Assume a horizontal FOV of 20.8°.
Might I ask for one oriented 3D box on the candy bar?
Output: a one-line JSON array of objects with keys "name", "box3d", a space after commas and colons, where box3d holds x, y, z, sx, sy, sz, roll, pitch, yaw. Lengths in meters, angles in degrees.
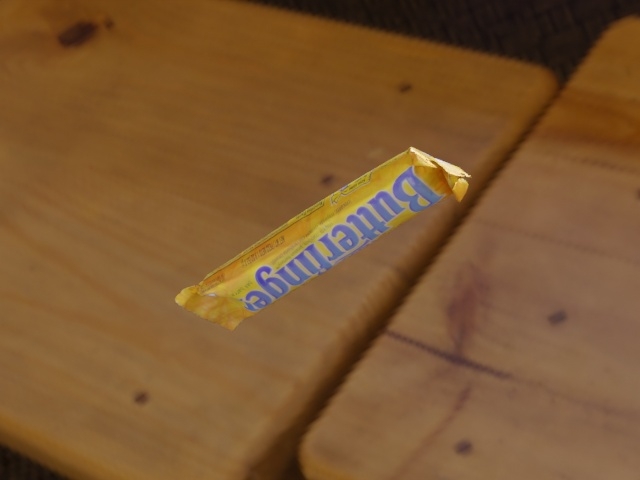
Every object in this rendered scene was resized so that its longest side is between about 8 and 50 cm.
[{"name": "candy bar", "box3d": [0.000, 0.000, 0.799, 0.161, 0.040, 0.018, -31, 46, 34]}]
